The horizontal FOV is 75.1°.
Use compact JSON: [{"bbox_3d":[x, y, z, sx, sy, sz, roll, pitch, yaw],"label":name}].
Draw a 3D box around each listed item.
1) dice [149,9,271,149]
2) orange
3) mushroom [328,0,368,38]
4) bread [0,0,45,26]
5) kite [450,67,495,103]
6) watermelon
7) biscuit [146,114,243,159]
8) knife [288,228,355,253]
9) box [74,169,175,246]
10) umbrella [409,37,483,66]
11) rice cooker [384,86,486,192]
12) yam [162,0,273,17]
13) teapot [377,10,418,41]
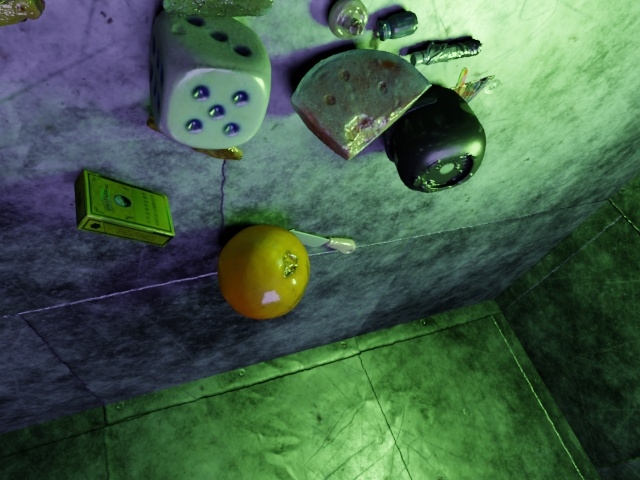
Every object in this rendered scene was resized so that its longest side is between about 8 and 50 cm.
[{"bbox_3d":[-0.212,-0.300,0.785,0.191,0.194,0.194,-3,147,-28],"label":"dice"},{"bbox_3d":[-0.184,0.101,1.355,0.311,0.313,0.312,-16,150,-10],"label":"orange"},{"bbox_3d":[0.060,-0.443,0.844,0.085,0.079,0.085,-16,153,-8],"label":"mushroom"},{"bbox_3d":[-0.549,-0.355,0.617,0.225,0.049,0.088,-18,150,-8],"label":"bread"},{"bbox_3d":[0.381,-0.407,1.183,0.240,0.014,0.183,-15,149,-9],"label":"kite"},{"bbox_3d":[0.089,-0.304,0.973,0.317,0.227,0.148,-7,176,-4],"label":"watermelon"},{"bbox_3d":[-0.279,-0.233,0.953,0.118,0.029,0.247,8,174,29],"label":"biscuit"},{"bbox_3d":[-0.001,0.002,1.594,0.335,0.043,0.081,13,142,-37],"label":"knife"},{"bbox_3d":[-0.482,-0.074,1.030,0.064,0.141,0.219,-38,146,28],"label":"box"},{"bbox_3d":[0.304,-0.461,1.017,0.188,0.051,0.046,-16,170,-12],"label":"umbrella"},{"bbox_3d":[0.311,-0.265,1.148,0.266,0.225,0.267,-11,152,-6],"label":"rice cooker"},{"bbox_3d":[-0.176,-0.425,0.694,0.183,0.107,0.107,-9,148,-25],"label":"yam"},{"bbox_3d":[0.166,-0.470,0.913,0.083,0.064,0.049,-16,119,-4],"label":"teapot"}]
